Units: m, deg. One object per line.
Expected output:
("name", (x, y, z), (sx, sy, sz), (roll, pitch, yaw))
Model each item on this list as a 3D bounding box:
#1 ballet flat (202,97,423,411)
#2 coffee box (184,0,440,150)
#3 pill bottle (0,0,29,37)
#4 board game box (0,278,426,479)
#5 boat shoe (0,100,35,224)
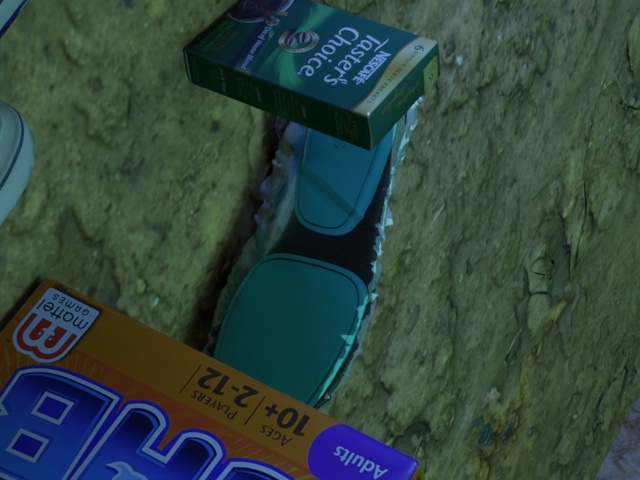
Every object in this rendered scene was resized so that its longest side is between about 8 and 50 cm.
("ballet flat", (0.000, 0.000, 1.487), (0.147, 0.147, 0.409), (12, 100, -62))
("coffee box", (-0.005, -0.147, 1.296), (0.113, 0.184, 0.040), (-46, 147, -34))
("pill bottle", (-0.254, -0.135, 0.952), (0.193, 0.108, 0.108), (-57, 151, -19))
("board game box", (-0.134, 0.319, 1.228), (0.356, 0.356, 0.356), (-53, 150, -23))
("boat shoe", (-0.284, -0.016, 1.003), (0.258, 0.095, 0.084), (-51, 152, -30))
